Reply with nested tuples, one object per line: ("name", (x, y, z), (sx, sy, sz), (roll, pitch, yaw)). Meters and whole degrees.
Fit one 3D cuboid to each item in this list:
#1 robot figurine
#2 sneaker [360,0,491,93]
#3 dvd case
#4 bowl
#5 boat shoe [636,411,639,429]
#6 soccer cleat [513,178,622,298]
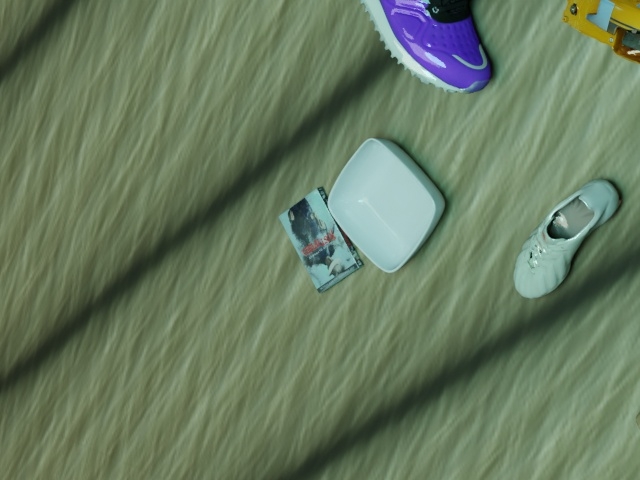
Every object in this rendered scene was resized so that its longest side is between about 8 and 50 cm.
("robot figurine", (0.403, -0.209, 1.914), (0.291, 0.211, 0.085), (29, 117, 40))
("sneaker", (0.122, -0.314, 2.189), (0.293, 0.102, 0.146), (56, 131, 13))
("dvd case", (0.000, 0.000, 2.456), (0.087, 0.013, 0.119), (-34, 81, 42))
("bowl", (0.089, -0.047, 2.335), (0.142, 0.053, 0.142), (49, 129, 19))
("boat shoe", (0.445, 0.238, 2.099), (0.207, 0.073, 0.073), (42, 129, 24))
("soccer cleat", (0.274, 0.000, 2.171), (0.068, 0.076, 0.196), (51, 130, 18))
